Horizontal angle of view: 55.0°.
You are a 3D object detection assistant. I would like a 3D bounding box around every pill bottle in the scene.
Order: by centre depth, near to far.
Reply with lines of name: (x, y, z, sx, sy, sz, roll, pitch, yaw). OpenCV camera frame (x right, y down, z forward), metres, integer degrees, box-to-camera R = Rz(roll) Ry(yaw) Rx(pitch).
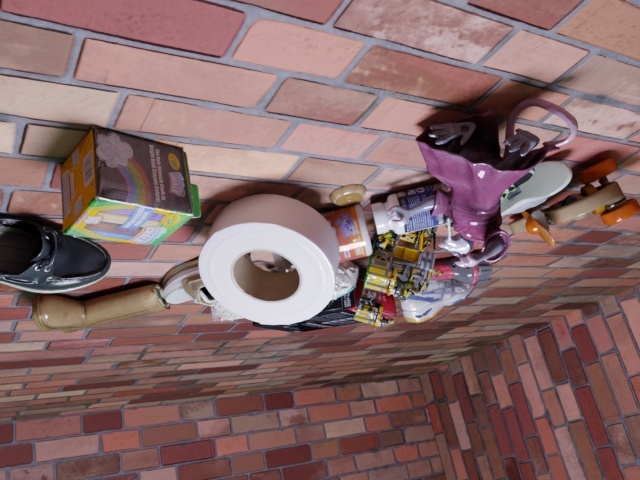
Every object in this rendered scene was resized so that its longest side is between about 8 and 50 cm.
pill bottle: (0.201, -0.066, 1.364, 0.170, 0.094, 0.094, -13, 158, 2)
pill bottle: (0.000, 0.000, 1.380, 0.216, 0.121, 0.121, -15, 158, 4)

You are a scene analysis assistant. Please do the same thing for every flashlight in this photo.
flashlight: (0.354, 0.101, 1.836, 0.304, 0.103, 0.103, -8, 159, -14)

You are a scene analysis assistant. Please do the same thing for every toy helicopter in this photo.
toy helicopter: (0.567, -0.059, 1.501, 0.235, 0.140, 0.355, -28, 179, -18)

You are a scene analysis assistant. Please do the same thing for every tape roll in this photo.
tape roll: (-0.104, 0.046, 1.281, 0.286, 0.100, 0.286, 4, 130, 5)

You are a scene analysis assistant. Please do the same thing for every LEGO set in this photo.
LEGO set: (0.211, 0.089, 1.525, 0.192, 0.254, 0.331, 15, 145, 4)

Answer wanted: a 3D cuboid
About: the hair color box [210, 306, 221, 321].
hair color box: (-0.243, 0.185, 1.763, 0.141, 0.071, 0.043, -7, 157, -10)

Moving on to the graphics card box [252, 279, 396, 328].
graphics card box: (0.008, 0.202, 1.838, 0.371, 0.094, 0.233, -16, 160, 32)

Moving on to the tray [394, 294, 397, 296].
tray: (0.313, 0.155, 2.042, 0.271, 0.030, 0.145, 2, 155, -31)

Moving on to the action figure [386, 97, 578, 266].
action figure: (0.301, -0.095, 1.211, 0.276, 0.248, 0.370, -35, 145, -14)

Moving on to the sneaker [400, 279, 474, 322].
sneaker: (0.373, 0.146, 1.950, 0.297, 0.130, 0.112, -26, -169, -33)

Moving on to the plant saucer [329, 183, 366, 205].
plant saucer: (0.060, -0.094, 1.326, 0.084, 0.015, 0.083, -11, 158, -4)

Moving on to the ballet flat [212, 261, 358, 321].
ballet flat: (-0.105, 0.112, 1.596, 0.409, 0.146, 0.147, -16, 158, 8)

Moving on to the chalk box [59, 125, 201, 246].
chalk box: (-0.299, -0.078, 1.020, 0.213, 0.132, 0.132, 12, 147, -43)

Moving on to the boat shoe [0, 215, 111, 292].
boat shoe: (-0.544, 0.018, 1.131, 0.340, 0.127, 0.113, 16, 158, -33)

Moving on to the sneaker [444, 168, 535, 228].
sneaker: (0.385, -0.091, 1.397, 0.235, 0.097, 0.084, -28, 153, 34)

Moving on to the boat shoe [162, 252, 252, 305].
boat shoe: (-0.285, 0.106, 1.507, 0.302, 0.103, 0.113, -29, 152, 36)

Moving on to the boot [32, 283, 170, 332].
boot: (-0.539, 0.157, 1.532, 0.270, 0.089, 0.236, -12, 168, 0)

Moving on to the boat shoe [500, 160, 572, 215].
boat shoe: (0.490, -0.120, 1.427, 0.081, 0.079, 0.227, -7, 164, -39)
